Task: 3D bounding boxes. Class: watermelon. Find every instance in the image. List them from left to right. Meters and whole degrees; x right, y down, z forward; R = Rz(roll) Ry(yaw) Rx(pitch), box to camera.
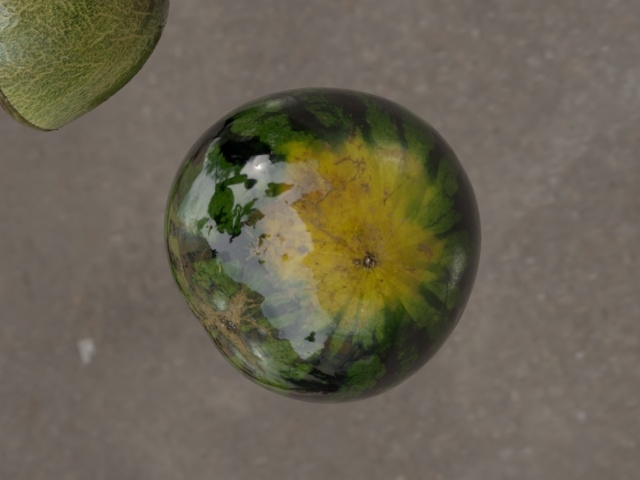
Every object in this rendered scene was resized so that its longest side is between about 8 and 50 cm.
[{"bbox_3d":[0.003,-0.001,1.648,0.269,0.269,0.269,26,123,49],"label":"watermelon"}]

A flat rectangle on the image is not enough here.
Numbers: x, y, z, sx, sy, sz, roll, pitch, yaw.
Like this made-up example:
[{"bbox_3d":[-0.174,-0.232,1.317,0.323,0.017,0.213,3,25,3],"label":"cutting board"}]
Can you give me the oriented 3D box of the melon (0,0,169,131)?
[{"bbox_3d":[-0.160,-0.138,1.263,0.160,0.128,0.079,58,-166,-38],"label":"melon"}]
